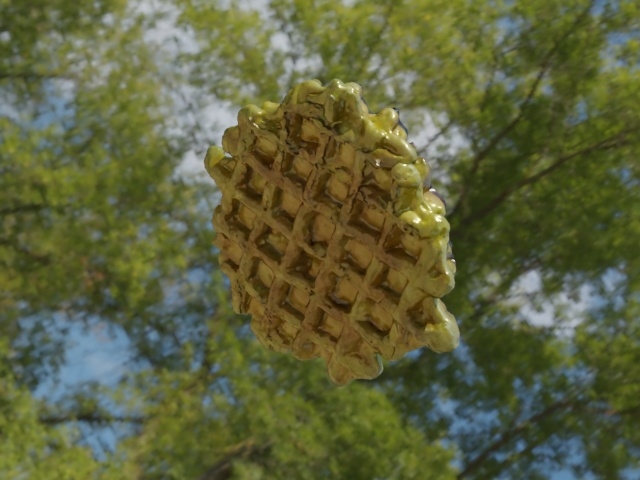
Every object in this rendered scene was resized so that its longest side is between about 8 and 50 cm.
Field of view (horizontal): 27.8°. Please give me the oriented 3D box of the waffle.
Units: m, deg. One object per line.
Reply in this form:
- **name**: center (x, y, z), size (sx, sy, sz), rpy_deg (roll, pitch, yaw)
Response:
- **waffle**: center (0.000, 0.000, 1.005), size (0.237, 0.058, 0.243), rpy_deg (-10, -79, 42)
